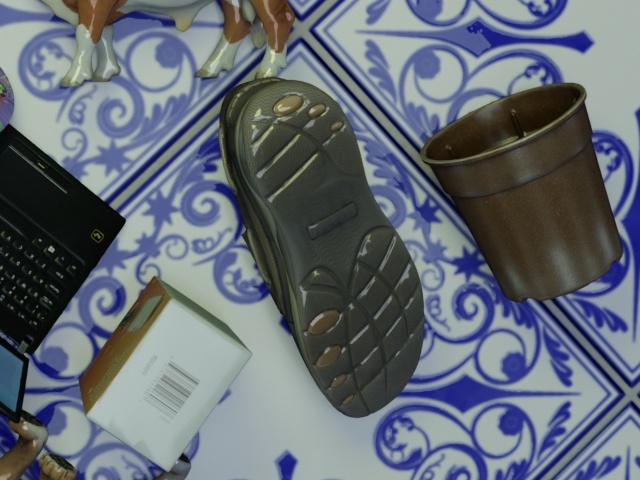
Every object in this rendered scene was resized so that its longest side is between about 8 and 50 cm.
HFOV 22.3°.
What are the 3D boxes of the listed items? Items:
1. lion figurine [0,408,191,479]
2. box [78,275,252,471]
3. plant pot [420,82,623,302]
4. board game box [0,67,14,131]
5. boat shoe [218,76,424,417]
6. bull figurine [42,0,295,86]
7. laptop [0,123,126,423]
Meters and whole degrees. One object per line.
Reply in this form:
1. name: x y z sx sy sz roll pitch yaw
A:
1. lion figurine: -0.249 0.286 1.433 0.392 0.142 0.240 27 99 -46
2. box: -0.145 0.117 1.476 0.091 0.170 0.130 36 88 -12
3. plant pot: 0.201 -0.041 1.540 0.167 0.167 0.165 -26 107 -7
4. board game box: -0.350 -0.153 1.441 0.168 0.133 0.033 24 128 -11
5. boat shoe: 0.000 0.000 1.518 0.132 0.130 0.355 -24 118 -16
6. bull figurine: -0.166 -0.239 1.482 0.310 0.101 0.188 -2 99 -8
7. laptop: -0.301 -0.006 1.399 0.234 0.136 0.264 41 60 -16
